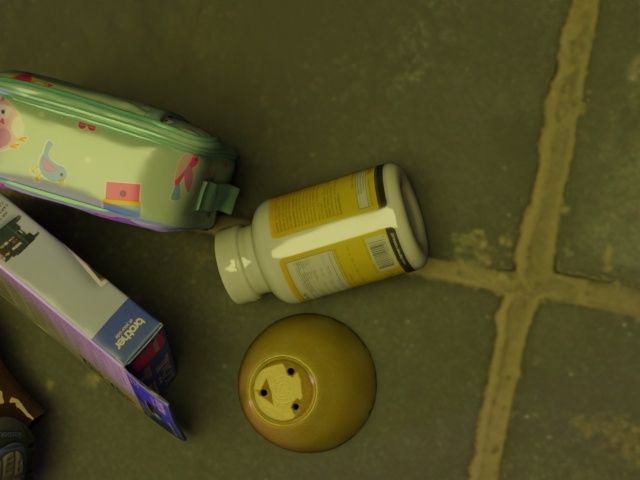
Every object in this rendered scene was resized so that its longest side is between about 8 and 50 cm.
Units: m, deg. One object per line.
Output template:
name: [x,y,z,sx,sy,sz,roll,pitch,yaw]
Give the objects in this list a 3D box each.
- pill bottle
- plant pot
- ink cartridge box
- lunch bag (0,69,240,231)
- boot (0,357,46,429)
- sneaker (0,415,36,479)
pill bottle: [0.000,0.000,1.426,0.184,0.103,0.103,-16,85,13]
plant pot: [-0.022,0.137,1.433,0.134,0.095,0.134,0,90,13]
ink cartridge box: [-0.235,0.058,1.440,0.311,0.186,0.065,40,75,12]
lunch bag: [-0.186,-0.077,1.387,0.224,0.279,0.108,14,93,3]
boot: [-0.417,0.161,1.535,0.248,0.090,0.207,-37,89,20]
sneaker: [-0.363,0.288,1.504,0.129,0.111,0.297,21,107,24]
